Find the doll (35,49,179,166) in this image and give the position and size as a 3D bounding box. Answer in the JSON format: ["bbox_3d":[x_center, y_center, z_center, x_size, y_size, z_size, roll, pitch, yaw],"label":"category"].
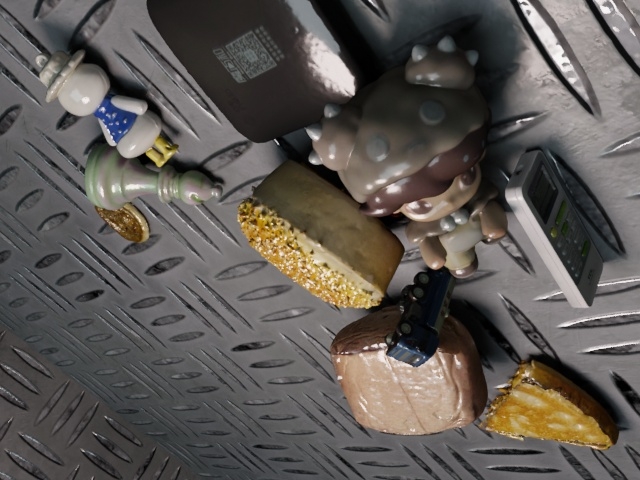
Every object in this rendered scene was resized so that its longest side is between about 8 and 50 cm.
[{"bbox_3d":[-0.399,-0.248,1.257,0.293,0.119,0.138,37,137,-19],"label":"doll"}]

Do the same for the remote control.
[{"bbox_3d":[0.351,-0.013,0.998,0.034,0.103,0.250,-9,128,46],"label":"remote control"}]

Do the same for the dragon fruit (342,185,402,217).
[{"bbox_3d":[0.099,-0.087,1.112,0.112,0.126,0.068,30,102,11],"label":"dragon fruit"}]

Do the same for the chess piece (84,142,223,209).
[{"bbox_3d":[-0.328,-0.115,1.368,0.272,0.139,0.139,9,141,12],"label":"chess piece"}]

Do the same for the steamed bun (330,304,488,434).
[{"bbox_3d":[0.188,0.245,1.371,0.301,0.199,0.251,-8,114,29],"label":"steamed bun"}]

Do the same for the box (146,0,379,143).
[{"bbox_3d":[-0.088,-0.293,0.998,0.289,0.073,0.290,-12,127,44],"label":"box"}]

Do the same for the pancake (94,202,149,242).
[{"bbox_3d":[-0.480,-0.051,1.625,0.158,0.028,0.158,22,144,17],"label":"pancake"}]

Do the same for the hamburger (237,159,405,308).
[{"bbox_3d":[0.000,0.000,1.127,0.302,0.170,0.302,38,-179,-1],"label":"hamburger"}]

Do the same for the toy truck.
[{"bbox_3d":[0.183,0.130,1.209,0.088,0.201,0.074,29,145,-4],"label":"toy truck"}]

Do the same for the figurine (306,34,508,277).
[{"bbox_3d":[0.159,-0.097,0.957,0.248,0.203,0.380,-30,131,13],"label":"figurine"}]

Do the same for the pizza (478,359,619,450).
[{"bbox_3d":[0.480,0.364,1.395,0.251,0.074,0.287,27,146,6],"label":"pizza"}]
